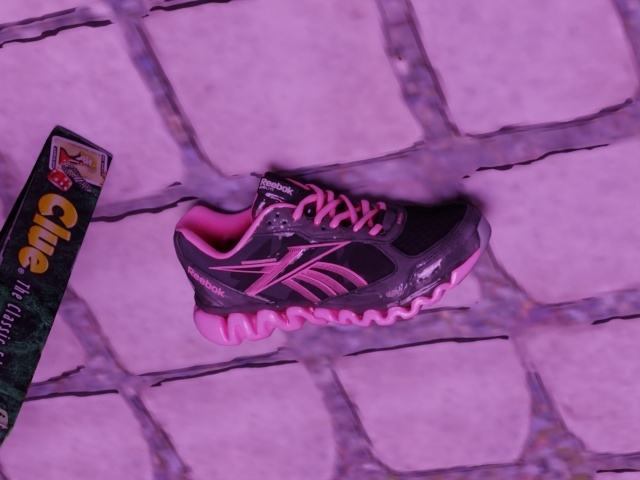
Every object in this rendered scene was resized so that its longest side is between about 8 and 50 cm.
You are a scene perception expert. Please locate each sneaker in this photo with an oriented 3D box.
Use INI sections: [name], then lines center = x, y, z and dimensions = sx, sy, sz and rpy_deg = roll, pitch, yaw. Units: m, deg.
[sneaker]
center = 0.000, 0.000, 0.692
dimensions = 0.119, 0.047, 0.057
rpy_deg = -13, 117, 22

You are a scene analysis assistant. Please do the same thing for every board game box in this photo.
[board game box]
center = -0.149, 0.087, 0.743
dimensions = 0.030, 0.136, 0.259
rpy_deg = 23, 134, -12
